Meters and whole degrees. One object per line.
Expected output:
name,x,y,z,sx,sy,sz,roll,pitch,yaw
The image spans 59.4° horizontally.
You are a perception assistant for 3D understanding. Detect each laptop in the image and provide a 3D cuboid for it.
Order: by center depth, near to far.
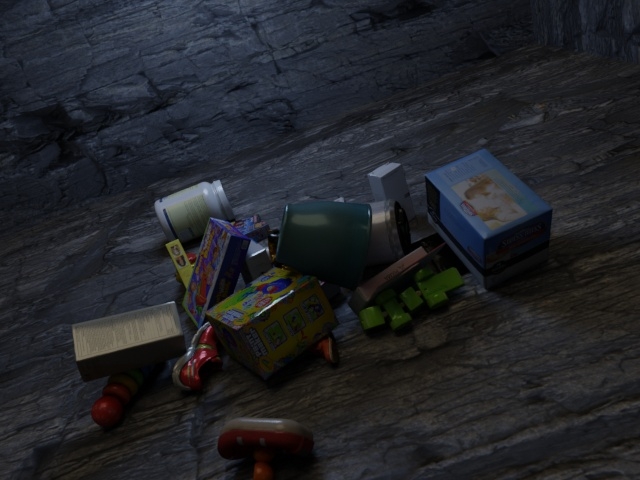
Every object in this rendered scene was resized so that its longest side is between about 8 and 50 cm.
laptop,0.459,0.027,1.908,0.234,0.136,0.264,-24,53,-6

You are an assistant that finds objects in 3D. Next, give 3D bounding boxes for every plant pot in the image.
plant pot,0.000,0.000,1.710,0.255,0.271,0.271,10,28,-6

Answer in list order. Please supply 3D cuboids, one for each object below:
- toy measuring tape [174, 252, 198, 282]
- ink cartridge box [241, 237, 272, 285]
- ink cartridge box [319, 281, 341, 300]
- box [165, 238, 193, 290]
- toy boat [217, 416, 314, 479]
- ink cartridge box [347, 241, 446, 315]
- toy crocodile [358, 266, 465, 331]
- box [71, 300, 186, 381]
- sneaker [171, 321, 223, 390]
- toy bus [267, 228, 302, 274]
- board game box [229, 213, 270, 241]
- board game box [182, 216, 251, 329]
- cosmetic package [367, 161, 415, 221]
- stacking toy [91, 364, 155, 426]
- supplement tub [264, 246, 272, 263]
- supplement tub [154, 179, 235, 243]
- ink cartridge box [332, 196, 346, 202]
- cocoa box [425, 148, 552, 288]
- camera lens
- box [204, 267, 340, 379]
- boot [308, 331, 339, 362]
toy measuring tape,-0.510,0.084,2.343,0.121,0.121,0.330,-5,24,26
ink cartridge box,-0.226,0.113,1.997,0.086,0.203,0.148,-28,29,-20
ink cartridge box,-0.037,0.159,1.925,0.127,0.072,0.175,-35,29,-28
box,-0.522,0.115,2.165,0.058,0.087,0.232,-26,73,-13
toy boat,-0.135,0.505,1.322,0.231,0.151,0.151,-7,59,24
ink cartridge box,0.227,0.101,1.701,0.275,0.239,0.060,-30,71,-25
toy crocodile,0.272,0.178,1.666,0.341,0.105,0.115,-27,67,-11
box,-0.582,0.307,1.721,0.311,0.121,0.148,-11,48,-18
sneaker,-0.355,0.366,1.763,0.118,0.107,0.279,10,38,14
toy bus,-0.063,0.041,1.953,0.212,0.149,0.220,-12,25,-19
board game box,-0.313,-0.042,2.492,0.194,0.060,0.194,-16,27,4
board game box,-0.371,0.118,1.967,0.078,0.347,0.233,14,9,-32
cosmetic package,0.275,-0.171,2.154,0.117,0.231,0.085,-34,30,-24
stacking toy,-0.607,0.430,1.756,0.141,0.141,0.330,-10,33,19
supplement tub,-0.182,0.053,2.219,0.107,0.071,0.071,-14,28,11
supplement tub,-0.590,-0.136,2.654,0.325,0.235,0.235,-22,27,-6
ink cartridge box,0.021,-0.070,2.252,0.212,0.093,0.154,-27,24,10
cocoa box,0.507,-0.075,1.732,0.231,0.228,0.347,-24,45,-7
camera lens,0.167,-0.018,1.956,0.274,0.219,0.219,-11,29,17
box,-0.151,0.237,1.694,0.279,0.177,0.290,-34,18,-24
boot,0.006,0.317,1.635,0.085,0.059,0.158,-23,19,1
